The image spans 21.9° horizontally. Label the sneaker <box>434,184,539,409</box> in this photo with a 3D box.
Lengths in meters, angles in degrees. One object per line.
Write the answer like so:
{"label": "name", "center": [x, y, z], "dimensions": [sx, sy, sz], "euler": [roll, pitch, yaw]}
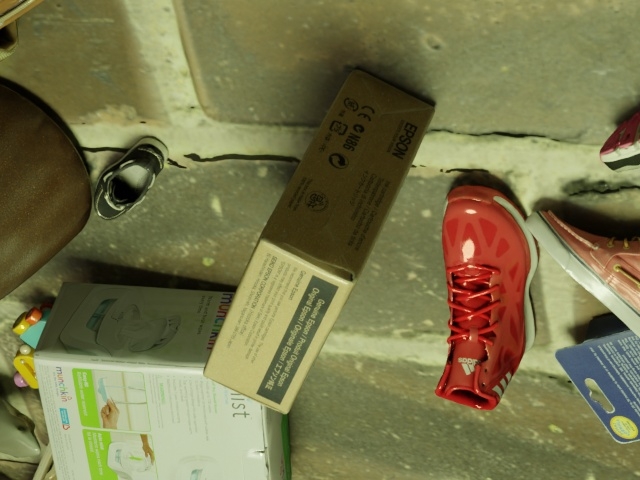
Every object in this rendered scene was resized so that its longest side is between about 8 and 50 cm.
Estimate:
{"label": "sneaker", "center": [0.146, 0.066, 1.490], "dimensions": [0.087, 0.128, 0.221], "euler": [0, 133, 23]}

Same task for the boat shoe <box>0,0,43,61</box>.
{"label": "boat shoe", "center": [-0.326, -0.195, 1.465], "dimensions": [0.120, 0.123, 0.324], "euler": [41, 136, -20]}

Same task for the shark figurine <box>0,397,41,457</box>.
{"label": "shark figurine", "center": [-0.423, 0.242, 1.923], "dimensions": [0.166, 0.116, 0.278], "euler": [49, 147, 8]}

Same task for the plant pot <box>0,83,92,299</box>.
{"label": "plant pot", "center": [-0.367, -0.005, 1.572], "dimensions": [0.215, 0.230, 0.215], "euler": [16, 136, 17]}

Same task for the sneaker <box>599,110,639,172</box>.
{"label": "sneaker", "center": [0.308, -0.076, 1.327], "dimensions": [0.170, 0.063, 0.075], "euler": [-17, 116, 30]}

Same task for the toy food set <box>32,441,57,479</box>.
{"label": "toy food set", "center": [-0.193, 0.334, 1.931], "dimensions": [0.306, 0.092, 0.220], "euler": [27, 137, -2]}

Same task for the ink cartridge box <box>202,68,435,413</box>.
{"label": "ink cartridge box", "center": [0.000, 0.000, 1.417], "dimensions": [0.088, 0.235, 0.193], "euler": [25, 138, 1]}

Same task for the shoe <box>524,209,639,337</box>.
{"label": "shoe", "center": [0.267, 0.018, 1.445], "dimensions": [0.178, 0.063, 0.081], "euler": [43, 100, 10]}

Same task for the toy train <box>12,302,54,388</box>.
{"label": "toy train", "center": [-0.272, 0.126, 1.806], "dimensions": [0.125, 0.046, 0.166], "euler": [10, 135, 7]}

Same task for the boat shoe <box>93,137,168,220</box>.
{"label": "boat shoe", "center": [-0.188, -0.051, 1.597], "dimensions": [0.046, 0.038, 0.125], "euler": [38, 136, -14]}

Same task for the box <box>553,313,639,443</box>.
{"label": "box", "center": [0.340, 0.112, 1.513], "dimensions": [0.225, 0.036, 0.136], "euler": [-19, 121, 35]}

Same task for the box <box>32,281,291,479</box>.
{"label": "box", "center": [-0.154, 0.185, 1.706], "dimensions": [0.231, 0.127, 0.262], "euler": [2, 128, 8]}
